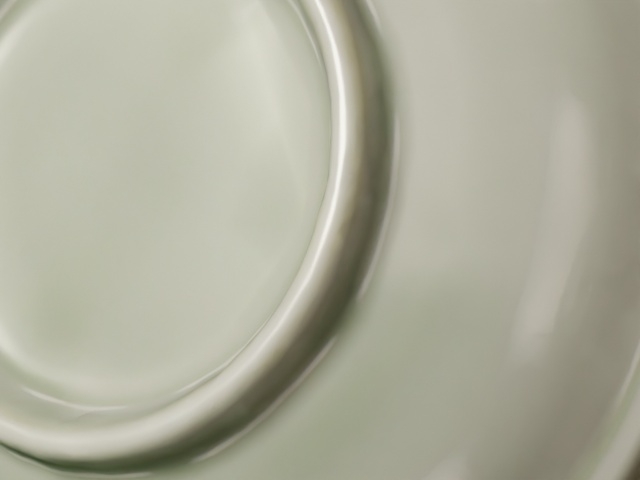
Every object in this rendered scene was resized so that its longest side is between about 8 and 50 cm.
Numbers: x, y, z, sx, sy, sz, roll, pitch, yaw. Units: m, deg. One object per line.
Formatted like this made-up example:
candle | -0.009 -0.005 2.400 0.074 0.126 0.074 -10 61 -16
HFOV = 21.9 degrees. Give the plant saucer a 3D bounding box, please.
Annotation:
plant saucer | -0.058 -0.021 0.620 0.400 0.100 0.400 -6 78 29
